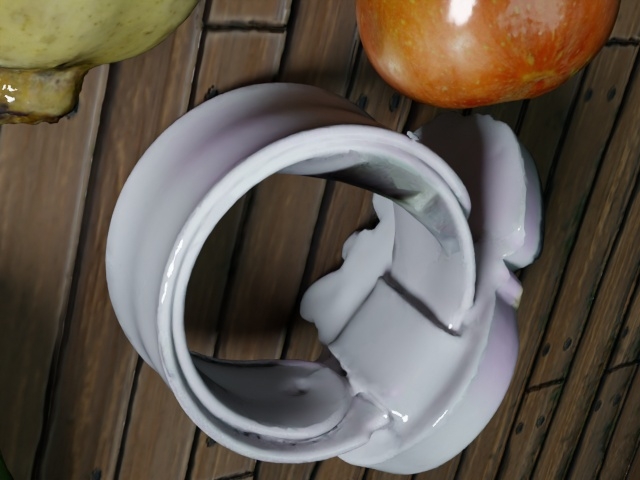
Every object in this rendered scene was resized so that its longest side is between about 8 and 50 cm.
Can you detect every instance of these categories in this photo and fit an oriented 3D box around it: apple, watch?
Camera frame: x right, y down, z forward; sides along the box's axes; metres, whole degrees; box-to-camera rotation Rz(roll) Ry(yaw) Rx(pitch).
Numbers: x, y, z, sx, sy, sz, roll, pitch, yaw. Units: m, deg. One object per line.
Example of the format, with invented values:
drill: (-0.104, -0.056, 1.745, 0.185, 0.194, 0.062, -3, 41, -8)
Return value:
apple: (0.097, -0.154, 0.732, 0.163, 0.163, 0.139, -25, 118, -32)
watch: (0.000, 0.000, 0.755, 0.231, 0.196, 0.244, 30, 93, -29)

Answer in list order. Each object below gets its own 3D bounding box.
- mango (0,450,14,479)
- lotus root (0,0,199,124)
mango: (-0.231, 0.132, 0.636, 0.156, 0.114, 0.251, -49, 153, -24)
lotus root: (-0.108, -0.179, 0.517, 0.160, 0.146, 0.284, 1, 119, -26)
